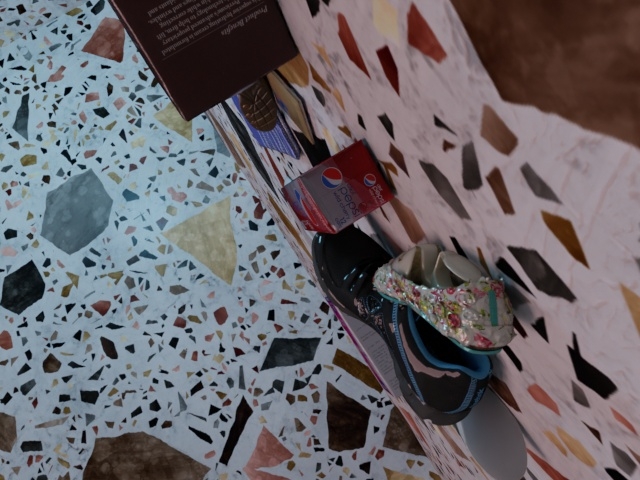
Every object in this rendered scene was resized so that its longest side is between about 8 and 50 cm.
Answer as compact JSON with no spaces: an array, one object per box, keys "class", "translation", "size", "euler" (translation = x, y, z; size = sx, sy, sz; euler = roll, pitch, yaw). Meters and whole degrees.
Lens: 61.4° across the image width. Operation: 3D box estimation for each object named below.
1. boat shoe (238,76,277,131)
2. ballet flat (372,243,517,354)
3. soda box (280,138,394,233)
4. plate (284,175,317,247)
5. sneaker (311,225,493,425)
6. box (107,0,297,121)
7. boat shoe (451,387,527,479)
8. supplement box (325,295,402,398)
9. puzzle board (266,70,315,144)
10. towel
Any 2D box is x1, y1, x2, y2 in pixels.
[{"class":"boat shoe","translation":[-0.113,-0.270,0.925],"size":[0.178,0.064,0.060],"euler":[69,-159,-44]},{"class":"ballet flat","translation":[0.128,0.045,0.582],"size":[0.241,0.091,0.077],"euler":[-150,59,-67]},{"class":"soda box","translation":[0.012,-0.068,0.757],"size":[0.083,0.092,0.263],"euler":[59,174,-7]},{"class":"plate","translation":[0.000,0.000,1.371],"size":[0.278,0.045,0.277],"euler":[50,171,50]},{"class":"sneaker","translation":[0.112,0.083,0.756],"size":[0.341,0.125,0.140],"euler":[50,152,24]},{"class":"box","translation":[-0.164,-0.295,0.668],"size":[0.167,0.168,0.203],"euler":[49,169,51]},{"class":"boat shoe","translation":[0.221,0.245,0.783],"size":[0.070,0.077,0.219],"euler":[69,175,-55]},{"class":"supplement box","translation":[0.116,0.168,1.018],"size":[0.220,0.114,0.111],"euler":[56,172,3]},{"class":"puzzle board","translation":[-0.050,-0.223,0.858],"size":[0.128,0.011,0.096],"euler":[54,174,33]},{"class":"towel","translation":[-0.146,-0.288,1.140],"size":[0.243,0.040,0.336],"euler":[59,173,-20]}]
